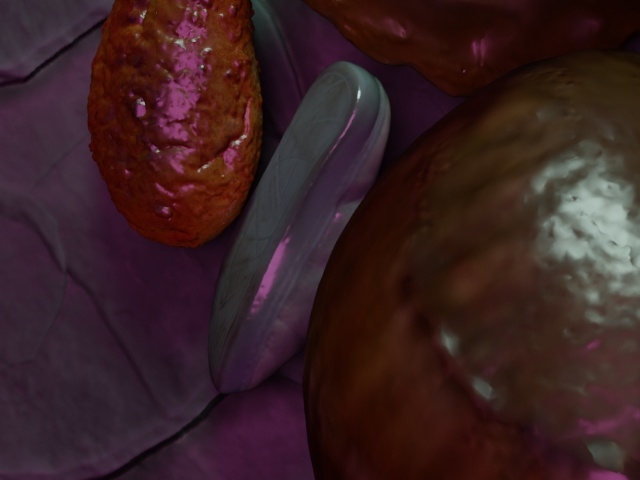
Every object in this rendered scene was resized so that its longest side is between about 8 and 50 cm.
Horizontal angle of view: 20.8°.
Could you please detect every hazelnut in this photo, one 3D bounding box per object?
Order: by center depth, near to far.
[{"bbox_3d":[0.163,0.109,1.041,0.421,0.353,0.421,24,124,42],"label":"hazelnut"}]

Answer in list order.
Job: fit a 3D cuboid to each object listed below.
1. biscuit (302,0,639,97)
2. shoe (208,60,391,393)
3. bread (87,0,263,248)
[{"bbox_3d":[0.113,-0.269,1.157,0.329,0.078,0.335,29,95,-8],"label":"biscuit"},{"bbox_3d":[0.000,0.000,1.219,0.100,0.103,0.251,18,108,-21],"label":"shoe"},{"bbox_3d":[-0.102,-0.129,1.234,0.139,0.095,0.269,10,104,25],"label":"bread"}]
